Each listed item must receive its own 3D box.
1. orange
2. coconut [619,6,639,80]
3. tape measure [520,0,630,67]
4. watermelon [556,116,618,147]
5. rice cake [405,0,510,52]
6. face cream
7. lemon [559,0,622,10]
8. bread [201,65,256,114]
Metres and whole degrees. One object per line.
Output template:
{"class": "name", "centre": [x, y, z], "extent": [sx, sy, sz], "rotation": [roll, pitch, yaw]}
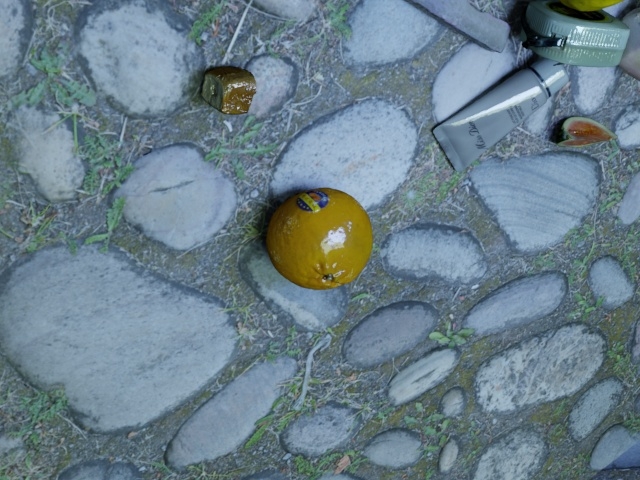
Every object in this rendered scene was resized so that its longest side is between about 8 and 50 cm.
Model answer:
{"class": "orange", "centre": [0.001, -0.002, 1.869], "extent": [0.219, 0.193, 0.219], "rotation": [-28, 144, -22]}
{"class": "coconut", "centre": [0.755, -0.437, 2.084], "extent": [0.171, 0.171, 0.183], "rotation": [13, 65, -37]}
{"class": "tape measure", "centre": [0.509, -0.438, 1.936], "extent": [0.207, 0.235, 0.115], "rotation": [-2, 121, -16]}
{"class": "watermelon", "centre": [0.615, -0.261, 2.182], "extent": [0.163, 0.087, 0.069], "rotation": [-4, 87, -32]}
{"class": "rice cake", "centre": [0.238, -0.474, 1.825], "extent": [0.399, 0.064, 0.070], "rotation": [20, 95, -38]}
{"class": "face cream", "centre": [0.399, -0.289, 2.030], "extent": [0.314, 0.089, 0.143], "rotation": [-36, 130, 4]}
{"class": "lemon", "centre": [0.572, -0.602, 1.846], "extent": [0.320, 0.245, 0.245], "rotation": [-46, 131, -13]}
{"class": "bread", "centre": [-0.166, -0.275, 1.671], "extent": [0.070, 0.083, 0.076], "rotation": [-5, 122, -40]}
